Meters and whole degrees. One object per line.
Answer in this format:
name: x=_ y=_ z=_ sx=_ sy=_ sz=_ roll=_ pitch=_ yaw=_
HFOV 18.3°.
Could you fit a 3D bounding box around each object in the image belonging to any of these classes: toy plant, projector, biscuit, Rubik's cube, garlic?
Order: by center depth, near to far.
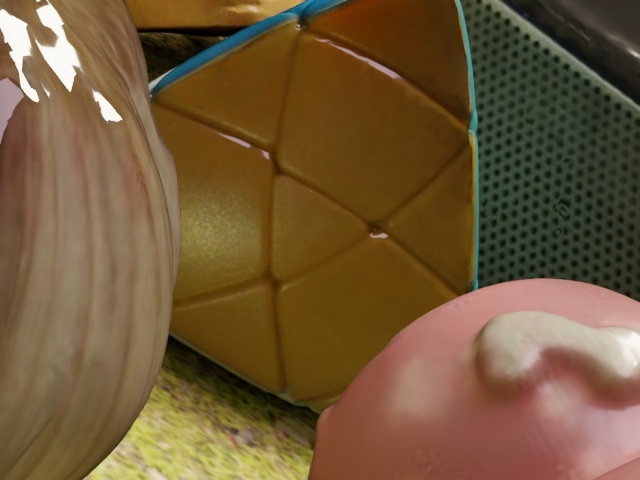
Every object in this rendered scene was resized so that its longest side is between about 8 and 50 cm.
garlic: x=-0.175 y=-0.033 z=0.691 sx=0.322 sy=0.241 sz=0.322 roll=17 pitch=66 yaw=-44
toy plant: x=0.118 y=0.180 z=0.720 sx=0.317 sy=0.211 sz=0.356 roll=-14 pitch=44 yaw=-21
Rubik's cube: x=0.000 y=0.000 z=1.060 sx=0.254 sy=0.254 sz=0.254 roll=30 pitch=18 yaw=-11
projector: x=0.225 y=0.004 z=1.270 sx=0.405 sy=0.242 sz=0.395 roll=42 pitch=21 yaw=29
biscuit: x=0.033 y=-0.174 z=1.457 sx=0.376 sy=0.051 sz=0.269 roll=-3 pitch=6 yaw=-40
